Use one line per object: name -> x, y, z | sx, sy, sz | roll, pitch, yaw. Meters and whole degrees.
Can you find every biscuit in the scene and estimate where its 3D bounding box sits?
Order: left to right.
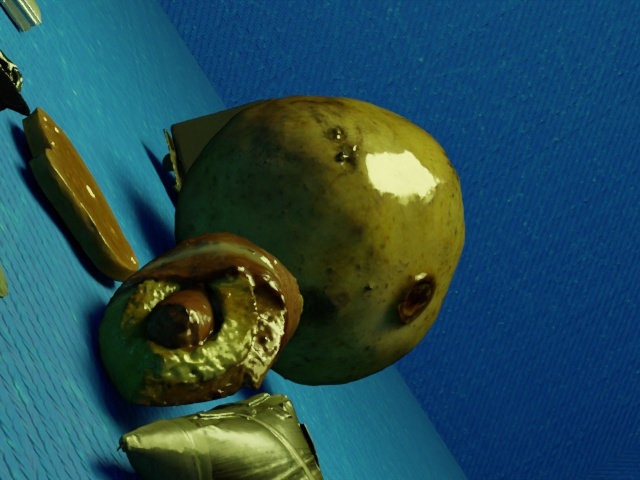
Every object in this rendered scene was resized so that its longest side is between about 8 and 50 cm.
biscuit -> -0.178, -0.034, 1.023 | 0.140, 0.023, 0.118 | 61, 4, 20

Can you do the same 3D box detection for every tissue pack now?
tissue pack -> -0.286, -0.239, 1.272 | 0.108, 0.023, 0.056 | 58, 3, -31

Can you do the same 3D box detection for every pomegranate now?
pomegranate -> 0.000, 0.000, 1.356 | 0.281, 0.281, 0.281 | 58, 3, -5

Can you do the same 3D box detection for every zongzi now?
zongzi -> -0.037, 0.183, 0.814 | 0.189, 0.081, 0.178 | 64, 17, 11

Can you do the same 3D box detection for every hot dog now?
hot dog -> -0.076, 0.043, 0.956 | 0.261, 0.123, 0.093 | -72, 153, -85

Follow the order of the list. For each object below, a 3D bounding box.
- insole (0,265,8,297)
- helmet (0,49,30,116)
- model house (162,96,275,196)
insole -> -0.217, -0.051, 0.741 | 0.193, 0.006, 0.065 | 57, 4, -13
helmet -> -0.213, -0.110, 0.784 | 0.098, 0.070, 0.123 | 72, -7, -64
model house -> -0.040, -0.011, 1.618 | 0.211, 0.204, 0.243 | 53, 24, -61
